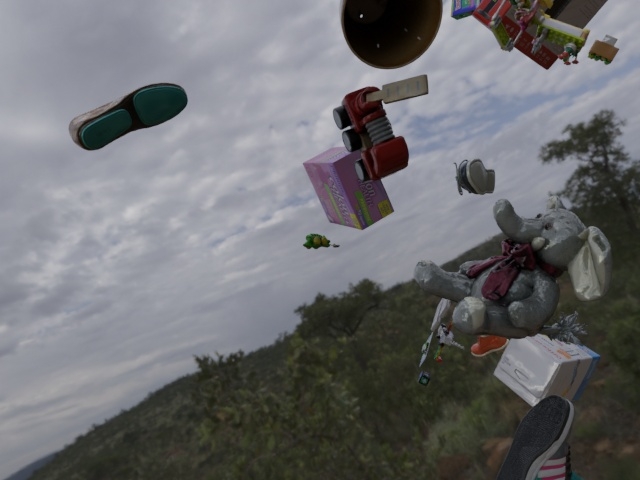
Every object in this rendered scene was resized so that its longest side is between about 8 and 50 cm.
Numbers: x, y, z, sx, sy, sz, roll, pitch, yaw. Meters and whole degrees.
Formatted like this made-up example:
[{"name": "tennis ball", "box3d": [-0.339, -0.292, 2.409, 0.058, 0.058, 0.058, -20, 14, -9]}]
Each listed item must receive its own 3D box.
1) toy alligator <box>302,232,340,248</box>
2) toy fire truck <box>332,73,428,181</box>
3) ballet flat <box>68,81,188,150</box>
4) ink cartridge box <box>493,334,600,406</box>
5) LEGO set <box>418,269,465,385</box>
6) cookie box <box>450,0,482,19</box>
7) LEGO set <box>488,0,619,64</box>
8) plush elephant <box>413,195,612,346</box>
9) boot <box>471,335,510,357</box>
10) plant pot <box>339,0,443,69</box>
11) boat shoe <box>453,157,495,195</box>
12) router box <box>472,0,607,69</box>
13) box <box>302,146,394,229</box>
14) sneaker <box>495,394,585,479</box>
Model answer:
[{"name": "toy alligator", "box3d": [0.000, 0.000, 1.994, 0.056, 0.051, 0.189, -26, -18, 40]}, {"name": "toy fire truck", "box3d": [0.155, -0.270, 1.260, 0.158, 0.217, 0.246, -22, 1, -11]}, {"name": "ballet flat", "box3d": [-0.487, -0.326, 1.362, 0.316, 0.106, 0.108, -33, -49, -34]}, {"name": "ink cartridge box", "box3d": [0.686, 0.381, 1.645, 0.232, 0.171, 0.168, 4, -67, -37]}, {"name": "LEGO set", "box3d": [0.282, 0.205, 1.219, 0.182, 0.060, 0.244, 103, -168, -51]}, {"name": "cookie box", "box3d": [0.469, -0.760, 1.714, 0.040, 0.092, 0.107, 6, -2, -42]}, {"name": "LEGO set", "box3d": [0.425, -0.400, 1.038, 0.107, 0.287, 0.132, -56, 16, -9]}, {"name": "plush elephant", "box3d": [0.378, 0.039, 0.992, 0.329, 0.256, 0.272, 15, 13, -6]}, {"name": "boot", "box3d": [0.522, 0.319, 1.719, 0.059, 0.084, 0.158, -46, 3, -35]}, {"name": "plant pot", "box3d": [0.142, -0.568, 1.328, 0.237, 0.237, 0.254, -25, 32, 4]}, {"name": "boat shoe", "box3d": [0.402, -0.167, 1.437, 0.079, 0.095, 0.254, 2, 6, 29]}, {"name": "router box", "box3d": [0.573, -0.611, 1.332, 0.335, 0.082, 0.301, 4, -48, -45]}, {"name": "box", "box3d": [0.077, -0.160, 1.611, 0.117, 0.214, 0.243, -30, 18, -17]}, {"name": "sneaker", "box3d": [0.521, 0.493, 1.191, 0.296, 0.178, 0.124, -66, 16, 10]}]
